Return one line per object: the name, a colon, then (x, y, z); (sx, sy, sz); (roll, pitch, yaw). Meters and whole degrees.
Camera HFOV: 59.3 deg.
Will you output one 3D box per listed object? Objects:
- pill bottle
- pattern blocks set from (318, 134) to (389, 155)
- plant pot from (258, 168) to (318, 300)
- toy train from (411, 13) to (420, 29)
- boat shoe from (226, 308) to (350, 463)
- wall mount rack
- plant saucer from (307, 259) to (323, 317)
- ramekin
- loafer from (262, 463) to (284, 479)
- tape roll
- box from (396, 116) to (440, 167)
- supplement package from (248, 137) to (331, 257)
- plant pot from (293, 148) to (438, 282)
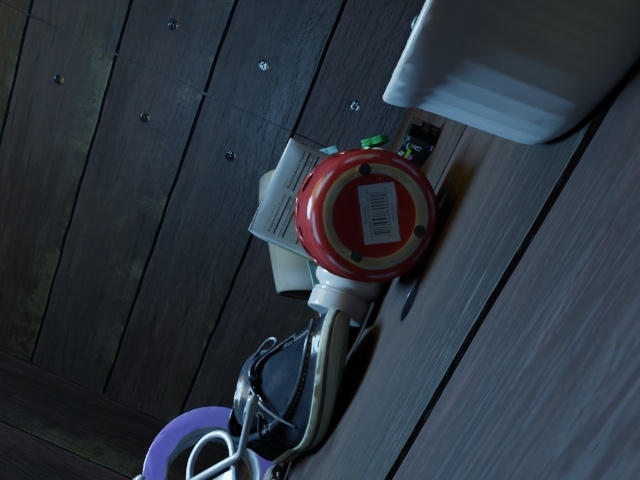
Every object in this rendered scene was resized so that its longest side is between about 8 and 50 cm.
pill bottle: (0.064, 0.034, 0.965); (0.119, 0.119, 0.208); (114, 180, -75)
pattern blocks set: (0.095, -0.186, 1.408); (0.325, 0.285, 0.026); (96, 161, -77)
plant pot: (0.000, 0.000, 1.386); (0.323, 0.323, 0.280); (114, 160, -76)
toy train: (0.233, -0.351, 0.752); (0.334, 0.142, 0.190); (-66, -9, 30)
boat shoe: (-0.069, 0.268, 0.984); (0.500, 0.156, 0.186); (117, 171, -53)
wall mount rack: (-0.156, 0.407, 0.825); (0.304, 0.130, 0.350); (-36, 42, 18)
plant saucer: (0.013, 0.128, 1.104); (0.195, 0.037, 0.195); (166, 90, -89)
ramekin: (0.164, -0.208, 0.421); (0.277, 0.135, 0.277); (-156, 90, -89)
loafer: (-0.091, 0.481, 1.076); (0.039, 0.045, 0.125); (-45, 11, 30)
tape roll: (-0.226, 0.492, 1.160); (0.090, 0.275, 0.275); (113, -179, -48)
box: (0.199, -0.200, 1.157); (0.083, 0.062, 0.052); (113, 179, -62)
supplement package: (0.021, -0.048, 1.148); (0.199, 0.263, 0.198); (108, -173, -87)
plant pot: (0.057, -0.035, 0.769); (0.174, 0.191, 0.191); (-114, 48, -86)
